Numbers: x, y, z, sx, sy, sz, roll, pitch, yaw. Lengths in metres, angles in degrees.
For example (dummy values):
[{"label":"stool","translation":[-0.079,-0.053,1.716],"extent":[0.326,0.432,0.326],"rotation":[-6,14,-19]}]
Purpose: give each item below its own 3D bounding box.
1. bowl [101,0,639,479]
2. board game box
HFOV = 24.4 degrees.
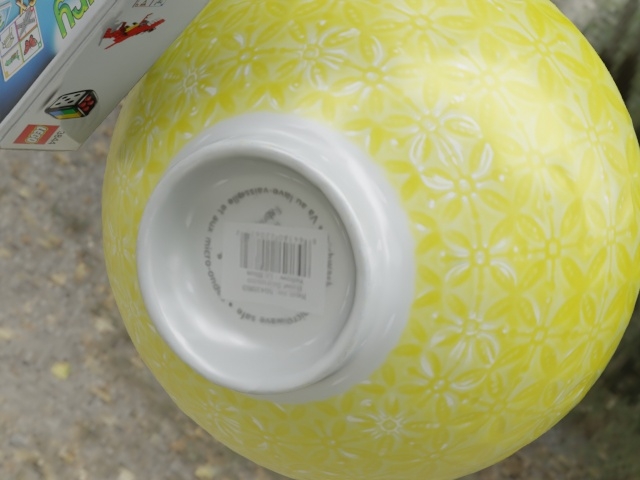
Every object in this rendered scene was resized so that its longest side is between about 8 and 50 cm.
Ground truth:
[{"label":"bowl","translation":[0.000,0.000,0.712],"extent":[0.289,0.289,0.156],"rotation":[39,23,12]},{"label":"board game box","translation":[-0.085,-0.200,0.669],"extent":[0.053,0.305,0.193],"rotation":[0,62,-41]}]
